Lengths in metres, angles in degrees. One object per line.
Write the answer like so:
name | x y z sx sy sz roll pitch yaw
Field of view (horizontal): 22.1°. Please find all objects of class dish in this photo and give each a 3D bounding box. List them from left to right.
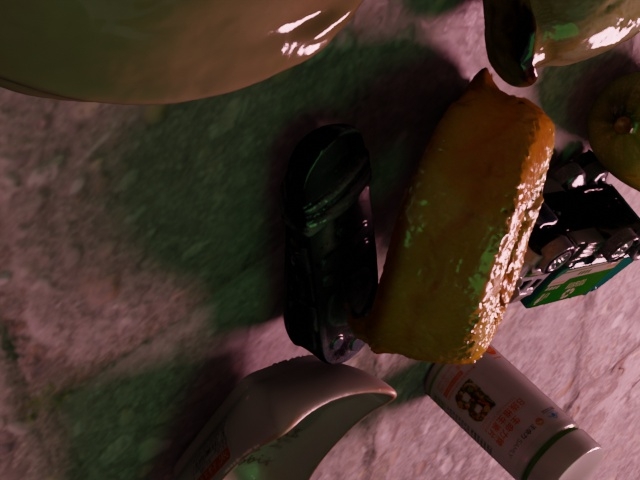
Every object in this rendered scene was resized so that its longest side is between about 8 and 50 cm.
dish | -0.050 0.178 1.433 0.151 0.077 0.212 -13 150 -44

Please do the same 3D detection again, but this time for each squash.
squash | 0.315 -0.100 1.559 0.123 0.123 0.187 -55 148 14

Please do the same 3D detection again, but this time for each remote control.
remote control | 0.000 0.000 1.329 0.090 0.066 0.265 -47 151 -30

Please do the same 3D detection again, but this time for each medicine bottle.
medicine bottle | 0.198 0.185 1.689 0.086 0.183 0.086 -33 148 -24

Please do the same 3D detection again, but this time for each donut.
donut | 0.111 -0.014 1.337 0.253 0.118 0.253 17 90 -77

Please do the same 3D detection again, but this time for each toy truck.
toy truck | 0.230 -0.005 1.575 0.253 0.114 0.124 -11 146 -47

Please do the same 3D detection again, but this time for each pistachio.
pistachio | -0.102 -0.178 0.820 0.332 0.208 0.226 -11 94 -27

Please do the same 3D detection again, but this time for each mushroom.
mushroom | 0.251 -0.219 1.349 0.312 0.081 0.100 -29 128 -32
